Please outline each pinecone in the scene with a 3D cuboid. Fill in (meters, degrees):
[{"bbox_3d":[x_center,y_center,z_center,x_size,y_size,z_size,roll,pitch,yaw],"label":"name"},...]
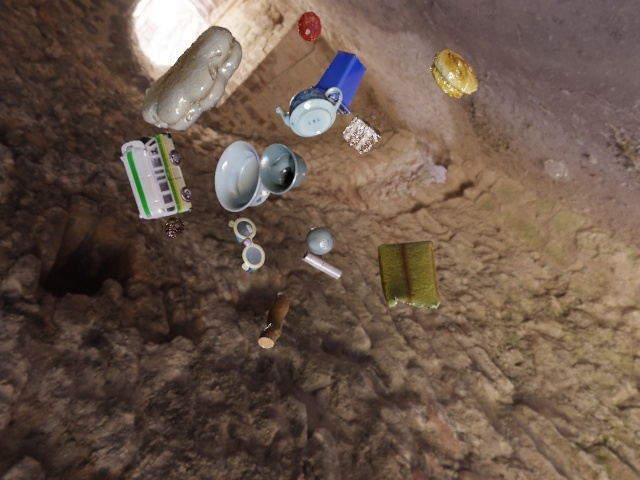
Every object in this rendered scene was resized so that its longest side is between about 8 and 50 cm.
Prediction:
[{"bbox_3d":[-0.576,-0.050,1.594,0.077,0.083,0.077,17,-137,-16],"label":"pinecone"}]

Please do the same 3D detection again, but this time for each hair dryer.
[{"bbox_3d":[0.007,0.081,1.967,0.195,0.053,0.220,31,-160,-14],"label":"hair dryer"}]

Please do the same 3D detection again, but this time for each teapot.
[{"bbox_3d":[-0.034,-0.448,1.358,0.159,0.232,0.159,-20,-90,-85],"label":"teapot"}]

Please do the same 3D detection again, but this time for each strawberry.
[{"bbox_3d":[-0.050,-1.028,1.938,0.131,0.131,0.148,41,-167,-31],"label":"strawberry"}]

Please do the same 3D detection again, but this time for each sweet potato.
[{"bbox_3d":[-0.140,0.240,1.319,0.281,0.059,0.067,-73,-16,-57],"label":"sweet potato"}]

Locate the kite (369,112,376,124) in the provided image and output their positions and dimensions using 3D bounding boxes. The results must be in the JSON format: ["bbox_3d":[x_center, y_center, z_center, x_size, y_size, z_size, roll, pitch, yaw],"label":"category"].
[{"bbox_3d":[0.272,-0.634,2.101,0.044,0.002,0.078,33,152,27],"label":"kite"}]

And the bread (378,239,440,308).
[{"bbox_3d":[0.361,0.192,1.649,0.362,0.233,0.245,-83,-16,-47],"label":"bread"}]

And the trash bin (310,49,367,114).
[{"bbox_3d":[0.092,-0.692,1.777,0.184,0.234,0.162,33,-176,34],"label":"trash bin"}]

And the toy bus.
[{"bbox_3d":[-0.614,-0.235,1.493,0.179,0.143,0.305,-34,-65,-62],"label":"toy bus"}]

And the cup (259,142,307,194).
[{"bbox_3d":[-0.128,-0.286,1.630,0.199,0.199,0.150,50,-150,20],"label":"cup"}]

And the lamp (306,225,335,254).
[{"bbox_3d":[0.000,0.000,1.462,0.105,0.105,0.105,45,-170,-10],"label":"lamp"}]

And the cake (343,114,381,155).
[{"bbox_3d":[0.198,-0.519,1.967,0.147,0.135,0.134,36,-156,-18],"label":"cake"}]

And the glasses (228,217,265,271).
[{"bbox_3d":[-0.259,0.023,1.480,0.220,0.088,0.190,116,135,-78],"label":"glasses"}]

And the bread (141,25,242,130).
[{"bbox_3d":[-0.336,-0.391,1.036,0.102,0.337,0.183,34,-147,-45],"label":"bread"}]

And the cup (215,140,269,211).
[{"bbox_3d":[-0.360,-0.311,2.021,0.163,0.347,0.347,3,-139,-50],"label":"cup"}]

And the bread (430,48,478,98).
[{"bbox_3d":[0.587,-0.737,1.775,0.236,0.120,0.198,5,-119,-40],"label":"bread"}]
